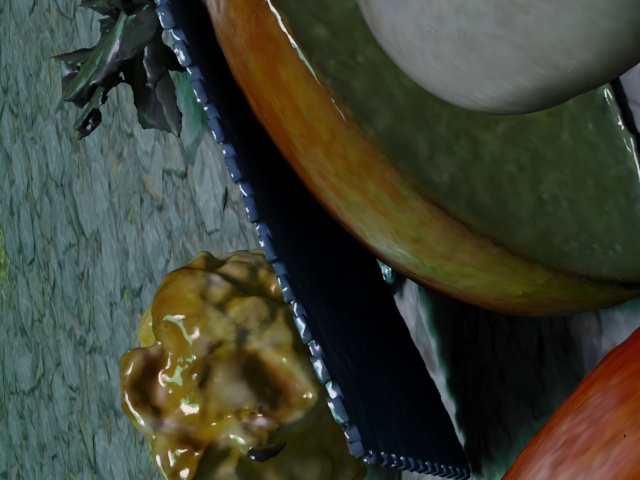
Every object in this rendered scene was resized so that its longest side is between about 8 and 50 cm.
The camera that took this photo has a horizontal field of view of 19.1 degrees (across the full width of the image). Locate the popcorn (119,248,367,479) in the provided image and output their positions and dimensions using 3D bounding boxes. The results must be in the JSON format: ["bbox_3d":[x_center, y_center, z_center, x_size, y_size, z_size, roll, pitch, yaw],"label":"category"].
[{"bbox_3d":[-0.045,0.090,1.172,0.170,0.180,0.180,179,84,-74],"label":"popcorn"}]

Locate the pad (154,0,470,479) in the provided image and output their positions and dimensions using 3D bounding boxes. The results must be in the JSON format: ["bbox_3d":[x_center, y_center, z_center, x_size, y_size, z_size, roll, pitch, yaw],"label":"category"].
[{"bbox_3d":[0.000,0.000,0.987,0.270,0.012,0.269,65,-170,13],"label":"pad"}]

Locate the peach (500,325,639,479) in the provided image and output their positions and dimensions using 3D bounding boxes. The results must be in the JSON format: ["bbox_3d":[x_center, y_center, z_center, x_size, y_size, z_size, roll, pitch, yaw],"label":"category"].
[{"bbox_3d":[0.177,0.163,0.424,0.370,0.370,0.370,172,90,-69],"label":"peach"}]

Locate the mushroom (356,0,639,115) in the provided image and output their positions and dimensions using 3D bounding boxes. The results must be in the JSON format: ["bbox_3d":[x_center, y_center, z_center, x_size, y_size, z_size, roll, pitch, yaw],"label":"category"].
[{"bbox_3d":[0.123,-0.111,0.694,0.215,0.207,0.207,48,161,-10],"label":"mushroom"}]

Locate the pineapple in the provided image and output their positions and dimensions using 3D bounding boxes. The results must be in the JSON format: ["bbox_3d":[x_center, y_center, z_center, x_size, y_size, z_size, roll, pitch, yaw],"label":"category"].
[{"bbox_3d":[-0.117,-0.186,1.338,0.130,0.119,0.277,52,147,21],"label":"pineapple"}]

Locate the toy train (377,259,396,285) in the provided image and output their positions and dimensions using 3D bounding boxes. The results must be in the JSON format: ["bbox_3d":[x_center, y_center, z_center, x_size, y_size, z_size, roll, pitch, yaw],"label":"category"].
[{"bbox_3d":[0.027,-0.007,1.151,0.045,0.029,0.092,98,164,-73],"label":"toy train"}]

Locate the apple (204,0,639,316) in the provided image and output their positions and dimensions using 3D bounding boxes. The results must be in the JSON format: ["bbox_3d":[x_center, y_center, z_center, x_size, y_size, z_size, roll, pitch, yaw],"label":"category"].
[{"bbox_3d":[0.041,-0.105,0.925,0.179,0.254,0.346,-26,74,21],"label":"apple"}]
